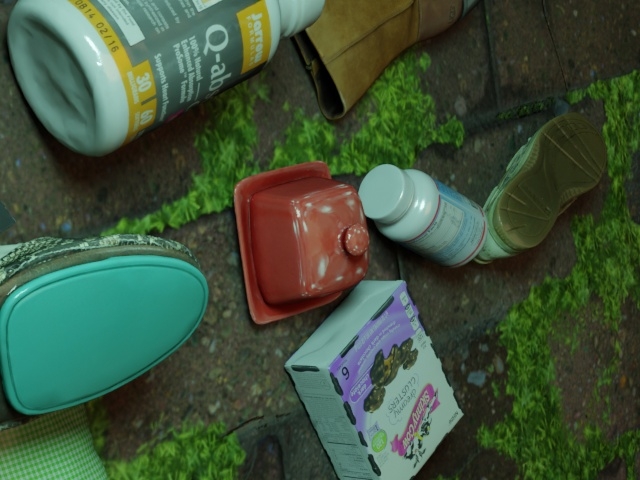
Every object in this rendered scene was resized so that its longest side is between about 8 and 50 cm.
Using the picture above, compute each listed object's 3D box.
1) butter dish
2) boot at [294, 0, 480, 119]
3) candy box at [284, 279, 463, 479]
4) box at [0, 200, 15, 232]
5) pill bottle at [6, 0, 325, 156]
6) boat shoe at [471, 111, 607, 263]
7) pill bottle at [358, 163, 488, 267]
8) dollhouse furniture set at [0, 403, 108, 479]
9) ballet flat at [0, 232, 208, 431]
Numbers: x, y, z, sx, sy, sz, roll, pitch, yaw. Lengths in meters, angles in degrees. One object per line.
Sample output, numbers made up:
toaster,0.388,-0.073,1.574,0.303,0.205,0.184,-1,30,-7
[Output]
butter dish,0.000,0.000,1.796,0.160,0.118,0.160,-17,102,-48
boot,0.048,-0.314,1.901,0.280,0.096,0.264,-39,126,-33
candy box,0.064,0.170,1.905,0.165,0.070,0.196,-47,123,-38
box,-0.422,-0.031,1.294,0.307,0.076,0.242,-39,101,-41
pill bottle,-0.138,-0.204,1.570,0.278,0.162,0.162,-32,114,-31
boat shoe,0.272,-0.070,2.147,0.104,0.089,0.285,51,46,-3
pill bottle,0.117,-0.031,1.953,0.160,0.087,0.087,27,70,-45
dollhouse furniture set,-0.259,0.253,1.472,0.301,0.151,0.197,-27,110,-46
ballet flat,-0.309,0.095,1.396,0.483,0.182,0.164,-33,136,-43
